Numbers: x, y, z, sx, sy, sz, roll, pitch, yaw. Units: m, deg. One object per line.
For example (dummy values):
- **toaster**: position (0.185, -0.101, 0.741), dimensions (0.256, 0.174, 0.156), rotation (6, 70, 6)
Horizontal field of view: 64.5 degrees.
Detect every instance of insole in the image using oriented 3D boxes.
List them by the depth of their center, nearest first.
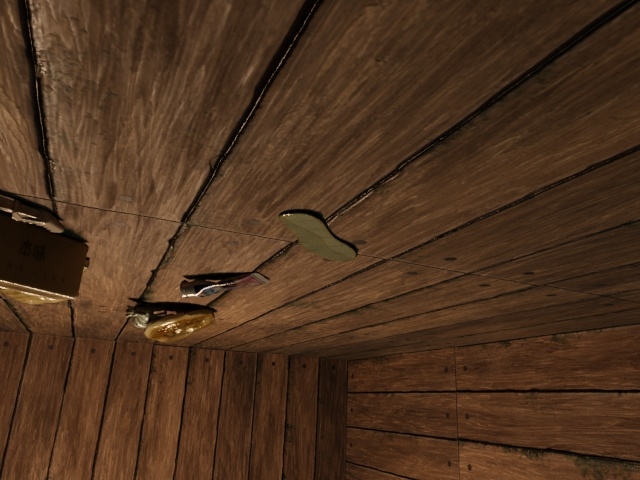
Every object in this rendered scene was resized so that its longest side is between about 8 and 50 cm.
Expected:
- **insole**: position (0.000, 0.000, 1.129), dimensions (0.119, 0.009, 0.348), rotation (-2, 161, 17)

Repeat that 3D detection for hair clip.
- **hair clip**: position (-0.584, -0.059, 0.992), dimensions (0.072, 0.034, 0.226), rotation (-7, 160, 25)

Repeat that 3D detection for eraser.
- **eraser**: position (-0.674, 0.028, 1.096), dimensions (0.078, 0.144, 0.343), rotation (-4, 162, 25)

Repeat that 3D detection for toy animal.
- **toy animal**: position (-0.673, 0.296, 2.028), dimensions (0.170, 0.089, 0.255), rotation (-1, 155, -13)

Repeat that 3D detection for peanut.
- **peanut**: position (-0.837, 0.126, 1.477), dimensions (0.233, 0.110, 0.197), rotation (-10, 158, 30)

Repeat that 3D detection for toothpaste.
- **toothpaste**: position (-0.291, 0.130, 1.519), dimensions (0.266, 0.061, 0.096), rotation (-9, 158, 16)

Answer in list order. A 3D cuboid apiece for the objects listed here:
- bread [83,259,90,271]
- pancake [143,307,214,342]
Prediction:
- **bread**: position (-0.707, 0.055, 1.370), dimensions (0.154, 0.028, 0.068), rotation (15, 158, -31)
- **pancake**: position (-0.565, 0.342, 2.051), dimensions (0.283, 0.049, 0.282), rotation (-19, 158, -8)
